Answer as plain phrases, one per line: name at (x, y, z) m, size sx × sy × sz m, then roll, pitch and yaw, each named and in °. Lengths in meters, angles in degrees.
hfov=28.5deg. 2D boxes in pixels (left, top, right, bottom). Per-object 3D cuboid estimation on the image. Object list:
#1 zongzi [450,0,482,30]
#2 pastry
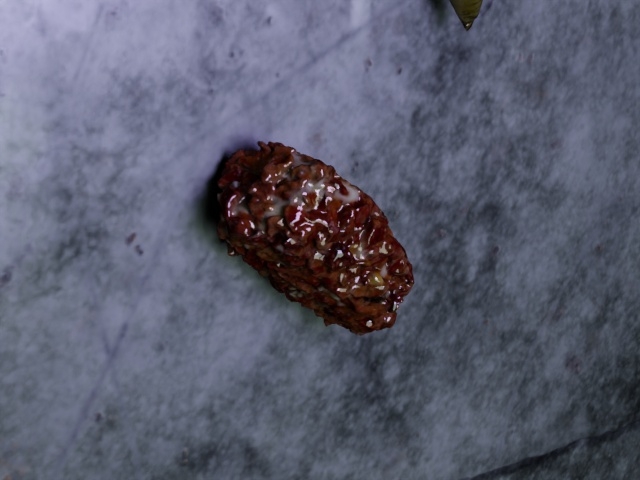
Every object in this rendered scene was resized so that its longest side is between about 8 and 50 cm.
zongzi at (0.151, -0.331, 1.039) m, size 0.228 × 0.115 × 0.256 m, roll -51°, pitch 139°, yaw -18°
pastry at (0.001, 0.000, 1.055) m, size 0.208 × 0.115 × 0.097 m, roll 41°, pitch 68°, yaw -41°
